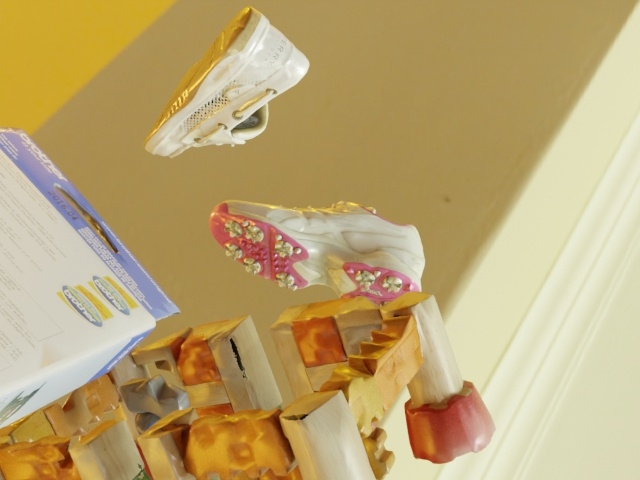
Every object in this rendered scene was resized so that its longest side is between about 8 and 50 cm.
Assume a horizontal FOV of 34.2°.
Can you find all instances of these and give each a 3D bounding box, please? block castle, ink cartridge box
[{"bbox_3d":[-0.084,0.220,1.006,0.453,0.212,0.303,-13,-167,30],"label":"block castle"},{"bbox_3d":[-0.210,0.016,0.590,0.186,0.065,0.311,47,-163,5],"label":"ink cartridge box"}]

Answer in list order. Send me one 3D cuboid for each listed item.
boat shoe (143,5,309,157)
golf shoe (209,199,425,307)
[{"bbox_3d":[-0.101,-0.136,1.072,0.096,0.277,0.098,32,-116,-17],"label":"boat shoe"},{"bbox_3d":[0.000,0.000,1.445,0.306,0.115,0.140,21,-130,1],"label":"golf shoe"}]
